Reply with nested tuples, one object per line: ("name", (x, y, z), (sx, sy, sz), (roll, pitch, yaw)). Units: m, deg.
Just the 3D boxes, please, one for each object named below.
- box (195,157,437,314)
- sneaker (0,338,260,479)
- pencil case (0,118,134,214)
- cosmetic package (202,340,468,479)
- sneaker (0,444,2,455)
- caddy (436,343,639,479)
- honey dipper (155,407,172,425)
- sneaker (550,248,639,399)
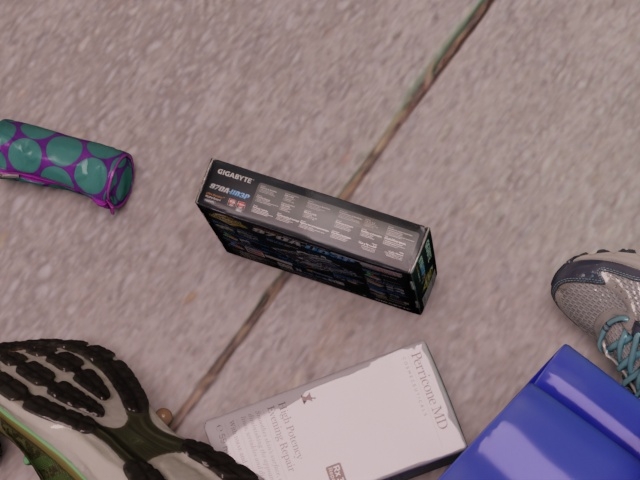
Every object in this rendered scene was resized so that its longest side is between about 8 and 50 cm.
("box", (0.000, 0.000, 1.420), (0.220, 0.175, 0.051), (18, 77, 12))
("sneaker", (-0.218, 0.239, 1.386), (0.410, 0.158, 0.182), (35, 118, 35))
("pencil case", (-0.274, -0.078, 1.531), (0.151, 0.064, 0.070), (14, 61, 11))
("cosmetic package", (0.017, 0.193, 1.413), (0.231, 0.085, 0.117), (-22, 74, 2))
("sneaker", (-0.498, 0.220, 1.456), (0.343, 0.134, 0.146), (-21, 66, -9))
("caddy", (0.172, 0.255, 1.235), (0.179, 0.241, 0.341), (42, 117, 9))
("honey dipper", (-0.158, 0.246, 1.449), (0.030, 0.030, 0.161), (-2, 70, 6))
("sneaker", (0.331, 0.115, 1.362), (0.283, 0.110, 0.122), (33, 52, 15))
